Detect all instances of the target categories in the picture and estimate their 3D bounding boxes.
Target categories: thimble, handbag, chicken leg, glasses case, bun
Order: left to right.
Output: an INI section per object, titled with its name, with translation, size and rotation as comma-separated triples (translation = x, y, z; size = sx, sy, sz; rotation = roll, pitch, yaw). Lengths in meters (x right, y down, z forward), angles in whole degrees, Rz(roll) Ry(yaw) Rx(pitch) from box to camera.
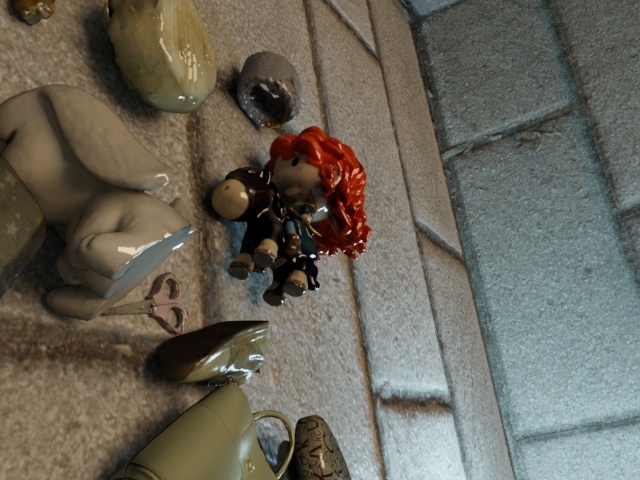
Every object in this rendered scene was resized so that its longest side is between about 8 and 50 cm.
[chicken leg]
translation = -0.403, -0.426, 1.008
size = 0.107, 0.087, 0.251
rotation = 49, 36, -57
[bun]
translation = -0.275, -0.325, 1.141
size = 0.239, 0.141, 0.239
rotation = -14, 90, -77
[handbag]
translation = -0.144, 0.340, 0.962
size = 0.315, 0.109, 0.241
rotation = -29, 103, -60
[thimble]
translation = -0.114, -0.341, 1.524
size = 0.118, 0.127, 0.151
rotation = -83, 152, -41
[glasses case]
translation = 0.018, 0.461, 1.225
size = 0.137, 0.085, 0.354
rotation = -100, 175, -55

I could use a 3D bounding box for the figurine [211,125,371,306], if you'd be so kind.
[figurine]
translation = -0.056, -0.056, 1.381
size = 0.306, 0.241, 0.412
rotation = 50, 42, 6

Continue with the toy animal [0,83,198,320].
[toy animal]
translation = -0.299, -0.065, 0.844
size = 0.265, 0.272, 0.206
rotation = 49, 53, 2

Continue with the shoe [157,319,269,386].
[shoe]
translation = -0.161, 0.191, 1.083
size = 0.275, 0.103, 0.098
rotation = -8, 93, -65

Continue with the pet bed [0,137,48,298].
[pet bed]
translation = -0.383, 0.000, 0.619
size = 0.159, 0.183, 0.211
rotation = 61, 25, -28

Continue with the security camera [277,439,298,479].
[security camera]
translation = -0.068, 0.471, 1.119
size = 0.301, 0.080, 0.157
rotation = -91, 167, -58

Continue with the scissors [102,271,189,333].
[scissors]
translation = -0.264, 0.100, 1.022
size = 0.189, 0.015, 0.100
rotation = 1, 76, -65
